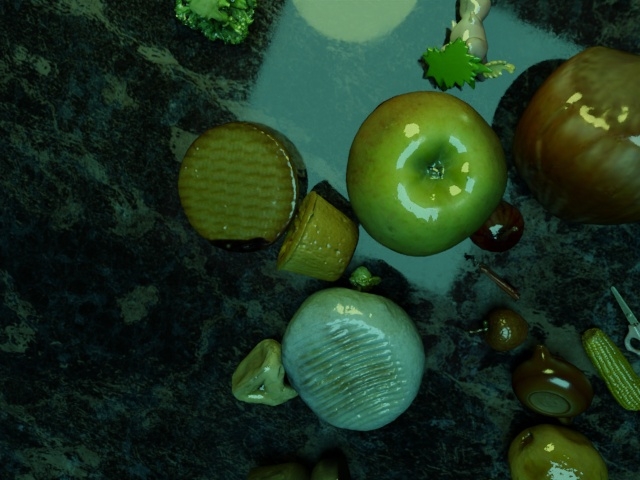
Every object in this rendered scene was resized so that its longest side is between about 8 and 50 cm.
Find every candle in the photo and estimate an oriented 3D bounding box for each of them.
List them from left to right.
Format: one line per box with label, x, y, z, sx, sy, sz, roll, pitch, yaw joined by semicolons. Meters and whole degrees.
candle;0.422;0.087;1.194;0.167;0.021;0.026;39;126;-5

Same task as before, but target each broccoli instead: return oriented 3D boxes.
broccoli;-0.227;-0.516;1.046;0.195;0.156;0.195;1;138;1

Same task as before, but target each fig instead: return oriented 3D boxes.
fig;0.409;-0.026;1.113;0.128;0.150;0.128;-15;121;-26

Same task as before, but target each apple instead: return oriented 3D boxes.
apple;0.207;-0.139;1.011;0.338;0.305;0.338;2;105;8

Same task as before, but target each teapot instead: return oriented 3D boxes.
teapot;0.576;0.356;1.203;0.178;0.135;0.252;-8;128;43

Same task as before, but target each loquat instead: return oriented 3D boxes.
loquat;0.584;0.571;1.216;0.238;0.193;0.238;1;109;2

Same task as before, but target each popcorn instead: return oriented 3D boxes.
popcorn;0.111;0.098;1.215;0.083;0.059;0.068;0;105;-2

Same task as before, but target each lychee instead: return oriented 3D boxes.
lychee;0.431;0.220;1.187;0.140;0.114;0.101;-19;71;-7

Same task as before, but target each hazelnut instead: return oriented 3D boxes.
hazelnut;0.565;-0.192;0.967;0.372;0.315;0.372;21;132;25

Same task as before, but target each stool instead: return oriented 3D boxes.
stool;-0.056;0.697;1.337;0.264;0.179;0.179;-12;103;10

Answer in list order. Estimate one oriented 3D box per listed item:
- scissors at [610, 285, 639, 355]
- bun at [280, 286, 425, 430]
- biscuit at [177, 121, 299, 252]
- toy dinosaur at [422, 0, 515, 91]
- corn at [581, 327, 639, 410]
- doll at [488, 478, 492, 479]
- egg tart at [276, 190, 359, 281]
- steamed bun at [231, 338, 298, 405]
scissors;0.746;0.191;1.171;0.100;0.015;0.189;-34;85;52
bun;0.080;0.276;1.186;0.362;0.211;0.362;3;107;9
biscuit;-0.199;-0.124;1.178;0.318;0.040;0.318;3;102;16
toy dinosaur;0.306;-0.415;1.039;0.177;0.152;0.194;-45;109;-23
corn;0.713;0.315;1.193;0.080;0.080;0.231;-37;96;15
doll;0.460;0.698;1.347;0.058;0.040;0.085;-20;98;25
egg tart;0.000;0.000;1.138;0.147;0.202;0.202;24;107;-9
steamed bun;-0.125;0.364;1.286;0.155;0.141;0.172;41;109;-19
